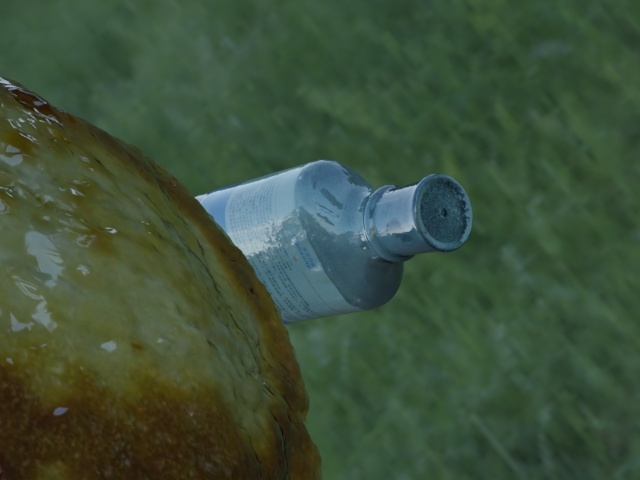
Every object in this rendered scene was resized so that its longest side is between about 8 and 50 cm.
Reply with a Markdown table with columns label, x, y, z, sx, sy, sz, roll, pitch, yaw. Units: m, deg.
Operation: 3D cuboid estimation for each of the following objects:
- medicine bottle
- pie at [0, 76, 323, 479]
| label | x | y | z | sx | sy | sz | roll | pitch | yaw |
| --- | --- | --- | --- | --- | --- | --- | --- | --- | --- |
| medicine bottle | 0.000 | 0.000 | 1.049 | 0.053 | 0.090 | 0.208 | -38 | 16 | -37 |
| pie | -0.065 | 0.045 | 0.377 | 0.179 | 0.205 | 0.084 | 13 | -41 | -35 |
